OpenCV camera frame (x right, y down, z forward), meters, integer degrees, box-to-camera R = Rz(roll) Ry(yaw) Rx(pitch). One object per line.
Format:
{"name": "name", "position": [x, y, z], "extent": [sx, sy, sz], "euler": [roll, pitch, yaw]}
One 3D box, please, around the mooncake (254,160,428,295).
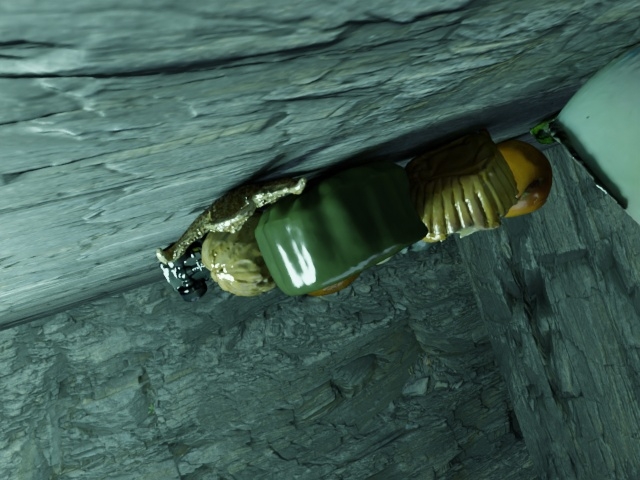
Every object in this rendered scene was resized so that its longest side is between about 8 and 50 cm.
{"name": "mooncake", "position": [0.037, -0.036, 1.091], "extent": [0.351, 0.187, 0.351], "euler": [-26, -173, 4]}

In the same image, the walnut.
{"name": "walnut", "position": [-0.158, 0.028, 1.257], "extent": [0.198, 0.198, 0.245], "euler": [-20, -174, 33]}

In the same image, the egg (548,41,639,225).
{"name": "egg", "position": [0.581, -0.170, 0.803], "extent": [0.340, 0.354, 0.354], "euler": [-44, 166, 28]}

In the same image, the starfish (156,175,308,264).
{"name": "starfish", "position": [-0.123, -0.062, 0.910], "extent": [0.299, 0.060, 0.302], "euler": [-28, -172, 22]}

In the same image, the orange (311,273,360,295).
{"name": "orange", "position": [0.013, 0.048, 2.155], "extent": [0.357, 0.322, 0.322], "euler": [-31, 174, 20]}

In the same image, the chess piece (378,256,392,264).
{"name": "chess piece", "position": [0.178, -0.065, 1.544], "extent": [0.167, 0.167, 0.299], "euler": [-18, 157, -17]}

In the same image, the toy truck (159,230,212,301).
{"name": "toy truck", "position": [-0.307, 0.045, 1.457], "extent": [0.224, 0.147, 0.165], "euler": [-22, -158, 6]}

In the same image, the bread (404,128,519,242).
{"name": "bread", "position": [0.287, -0.119, 1.212], "extent": [0.274, 0.149, 0.274], "euler": [-22, -143, 17]}

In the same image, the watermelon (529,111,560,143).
{"name": "watermelon", "position": [0.631, -0.311, 1.406], "extent": [0.119, 0.063, 0.245], "euler": [-40, -175, -32]}

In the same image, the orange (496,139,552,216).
{"name": "orange", "position": [0.592, -0.186, 1.711], "extent": [0.246, 0.246, 0.246], "euler": [-19, 179, 0]}

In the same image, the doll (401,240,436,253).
{"name": "doll", "position": [0.339, -0.125, 1.709], "extent": [0.158, 0.340, 0.246], "euler": [28, -162, 22]}
